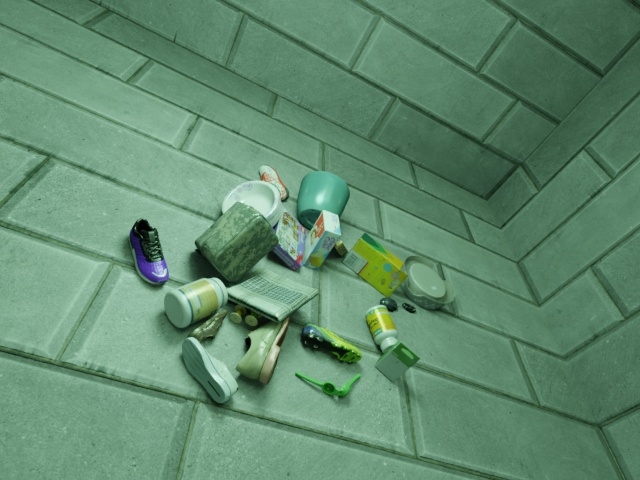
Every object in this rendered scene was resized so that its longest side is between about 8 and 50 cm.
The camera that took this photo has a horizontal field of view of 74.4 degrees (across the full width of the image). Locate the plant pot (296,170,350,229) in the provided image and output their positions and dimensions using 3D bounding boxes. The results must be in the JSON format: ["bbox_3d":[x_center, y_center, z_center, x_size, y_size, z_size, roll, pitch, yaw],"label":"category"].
[{"bbox_3d":[-0.002,-0.199,2.344,0.292,0.293,0.235,26,52,-11],"label":"plant pot"}]

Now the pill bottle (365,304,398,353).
[{"bbox_3d":[0.296,0.421,1.991,0.117,0.118,0.209,9,43,-31],"label":"pill bottle"}]

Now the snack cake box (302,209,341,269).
[{"bbox_3d":[0.000,0.000,2.115,0.089,0.264,0.152,18,39,-18],"label":"snack cake box"}]

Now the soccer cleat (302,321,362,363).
[{"bbox_3d":[0.055,0.432,1.811,0.288,0.094,0.121,26,30,-13],"label":"soccer cleat"}]

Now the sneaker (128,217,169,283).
[{"bbox_3d":[-0.671,0.031,1.648,0.102,0.146,0.293,-10,54,-44],"label":"sneaker"}]

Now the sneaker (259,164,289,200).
[{"bbox_3d":[-0.303,-0.334,2.412,0.144,0.090,0.270,-15,60,-50],"label":"sneaker"}]

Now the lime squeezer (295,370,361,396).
[{"bbox_3d":[0.053,0.567,1.683,0.310,0.059,0.110,11,42,-28],"label":"lime squeezer"}]

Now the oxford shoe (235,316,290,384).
[{"bbox_3d":[-0.212,0.366,1.641,0.146,0.141,0.397,16,30,1],"label":"oxford shoe"}]

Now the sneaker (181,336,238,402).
[{"bbox_3d":[-0.385,0.444,1.465,0.258,0.094,0.091,51,20,15],"label":"sneaker"}]

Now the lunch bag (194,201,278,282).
[{"bbox_3d":[-0.369,-0.014,1.794,0.305,0.213,0.256,-45,48,-14],"label":"lunch bag"}]

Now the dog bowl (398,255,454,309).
[{"bbox_3d":[0.604,0.250,2.448,0.348,0.102,0.349,21,38,-17],"label":"dog bowl"}]

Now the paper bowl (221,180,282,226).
[{"bbox_3d":[-0.327,-0.146,2.064,0.283,0.148,0.285,-5,54,7],"label":"paper bowl"}]

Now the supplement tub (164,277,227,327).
[{"bbox_3d":[-0.466,0.227,1.586,0.144,0.144,0.199,48,38,18],"label":"supplement tub"}]

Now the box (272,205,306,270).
[{"bbox_3d":[-0.165,-0.015,2.119,0.201,0.057,0.294,46,29,-28],"label":"box"}]

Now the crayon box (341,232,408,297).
[{"bbox_3d":[0.298,0.135,2.255,0.318,0.202,0.081,39,36,5],"label":"crayon box"}]

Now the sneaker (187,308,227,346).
[{"bbox_3d":[-0.414,0.334,1.590,0.071,0.066,0.188,54,42,-1],"label":"sneaker"}]

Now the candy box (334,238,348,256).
[{"bbox_3d":[0.087,0.014,2.265,0.109,0.053,0.187,52,1,22],"label":"candy box"}]

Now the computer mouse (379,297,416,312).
[{"bbox_3d":[0.419,0.345,2.244,0.241,0.041,0.071,13,40,-29],"label":"computer mouse"}]

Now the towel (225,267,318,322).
[{"bbox_3d":[-0.213,0.209,1.762,0.323,0.056,0.312,19,24,25],"label":"towel"}]

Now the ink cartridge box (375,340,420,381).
[{"bbox_3d":[0.342,0.516,1.838,0.109,0.209,0.062,41,36,9],"label":"ink cartridge box"}]

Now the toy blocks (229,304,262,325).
[{"bbox_3d":[-0.285,0.276,1.722,0.123,0.054,0.148,7,33,14],"label":"toy blocks"}]
